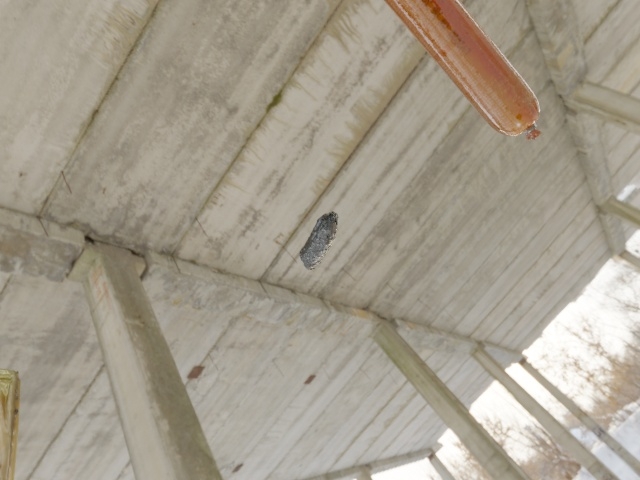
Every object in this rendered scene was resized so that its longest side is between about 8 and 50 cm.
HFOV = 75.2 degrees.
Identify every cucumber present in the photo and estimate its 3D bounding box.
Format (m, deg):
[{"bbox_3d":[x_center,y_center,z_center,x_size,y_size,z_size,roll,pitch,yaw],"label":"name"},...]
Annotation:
[{"bbox_3d":[0.000,0.000,0.818,0.053,0.053,0.182,-17,-24,-28],"label":"cucumber"}]

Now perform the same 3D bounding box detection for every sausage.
[{"bbox_3d":[0.110,-0.233,0.420,0.053,0.053,0.348,-44,-82,1],"label":"sausage"}]

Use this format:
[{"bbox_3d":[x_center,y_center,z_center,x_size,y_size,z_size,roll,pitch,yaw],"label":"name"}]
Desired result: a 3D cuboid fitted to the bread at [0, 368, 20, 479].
[{"bbox_3d":[-0.473,0.296,0.545,0.106,0.241,0.136,14,-51,-40],"label":"bread"}]
